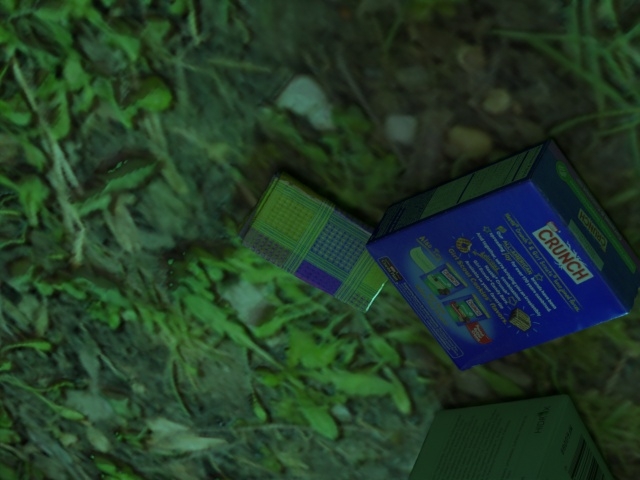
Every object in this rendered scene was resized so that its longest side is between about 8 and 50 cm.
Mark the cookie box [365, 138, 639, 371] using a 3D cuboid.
[{"bbox_3d":[0.093,0.009,0.978,0.107,0.040,0.092,-22,116,37],"label":"cookie box"}]

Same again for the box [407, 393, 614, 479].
[{"bbox_3d":[0.104,0.156,1.054,0.087,0.102,0.101,-11,123,34],"label":"box"}]

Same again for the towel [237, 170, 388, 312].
[{"bbox_3d":[0.000,0.000,1.036,0.083,0.009,0.060,30,133,-2],"label":"towel"}]
